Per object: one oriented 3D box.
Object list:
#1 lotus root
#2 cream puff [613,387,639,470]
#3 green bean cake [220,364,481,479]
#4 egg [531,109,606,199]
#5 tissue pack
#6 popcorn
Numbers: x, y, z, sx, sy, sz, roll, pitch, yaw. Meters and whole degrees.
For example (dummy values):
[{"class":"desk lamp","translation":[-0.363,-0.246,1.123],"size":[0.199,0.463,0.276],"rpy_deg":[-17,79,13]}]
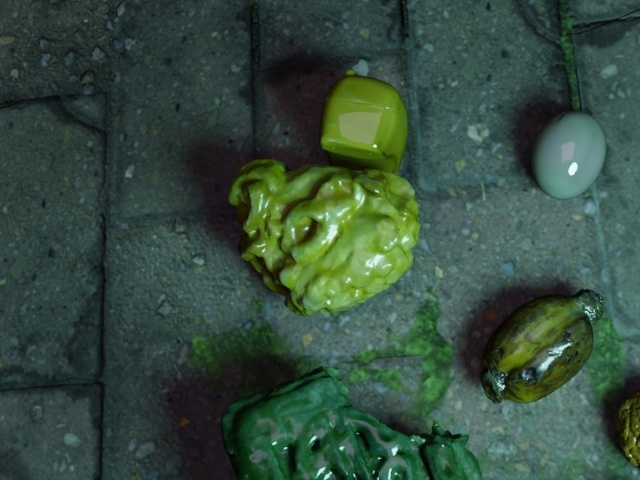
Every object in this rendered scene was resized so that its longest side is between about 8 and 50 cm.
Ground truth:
[{"class":"lotus root","translation":[0.305,0.143,1.383],"size":[0.209,0.120,0.120],"rpy_deg":[-39,70,-3]},{"class":"cream puff","translation":[0.462,0.243,1.324],"size":[0.144,0.103,0.126],"rpy_deg":[-21,69,-2]},{"class":"green bean cake","translation":[0.048,0.314,1.328],"size":[0.300,0.169,0.307],"rpy_deg":[-20,63,-8]},{"class":"egg","translation":[0.359,-0.124,1.460],"size":[0.103,0.103,0.135],"rpy_deg":[17,79,16]},{"class":"tissue pack","translation":[0.068,-0.168,1.492],"size":[0.123,0.178,0.127],"rpy_deg":[13,78,13]},{"class":"popcorn","translation":[0.000,0.000,1.460],"size":[0.286,0.174,0.225],"rpy_deg":[7,81,14]}]
